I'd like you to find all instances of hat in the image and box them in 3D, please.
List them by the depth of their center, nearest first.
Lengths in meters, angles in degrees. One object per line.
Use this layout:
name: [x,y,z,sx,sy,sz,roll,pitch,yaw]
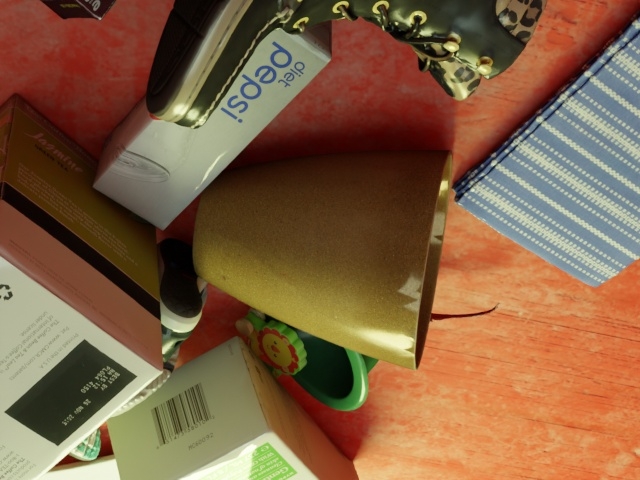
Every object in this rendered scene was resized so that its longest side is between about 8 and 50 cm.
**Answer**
hat: [0.060,0.094,1.543,0.208,0.183,0.173,46,147,16]

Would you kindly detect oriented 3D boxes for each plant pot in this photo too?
plant pot: [0.000,0.000,1.364,0.254,0.237,0.237,10,129,9]

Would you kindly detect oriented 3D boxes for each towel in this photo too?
towel: [0.338,-0.100,1.389,0.243,0.040,0.336,30,125,-24]

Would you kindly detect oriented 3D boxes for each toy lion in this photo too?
toy lion: [-0.059,0.133,1.534,0.096,0.034,0.100,32,140,21]

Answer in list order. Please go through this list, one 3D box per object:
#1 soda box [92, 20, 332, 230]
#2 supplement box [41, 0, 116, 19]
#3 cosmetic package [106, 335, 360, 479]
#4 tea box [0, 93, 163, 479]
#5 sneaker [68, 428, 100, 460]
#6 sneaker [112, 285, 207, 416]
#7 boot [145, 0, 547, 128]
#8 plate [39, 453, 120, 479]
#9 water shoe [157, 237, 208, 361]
soda box: [-0.115,-0.143,1.312,0.098,0.091,0.286,34,121,-24]
supplement box: [-0.290,-0.303,1.153,0.239,0.130,0.073,40,81,-27]
cosmetic package: [-0.085,0.298,1.561,0.197,0.155,0.365,-30,137,7]
tea box: [-0.354,0.083,1.317,0.329,0.323,0.220,-41,118,14]
sneaker: [-0.361,0.236,1.646,0.076,0.065,0.166,-27,122,40]
sneaker: [-0.230,0.139,1.463,0.094,0.235,0.153,34,134,-11]
boot: [0.039,-0.217,1.164,0.284,0.138,0.377,32,88,-28]
plate: [-0.264,0.384,1.765,0.277,0.045,0.278,-14,127,10]
water shoe: [-0.171,0.062,1.405,0.073,0.203,0.080,29,108,-9]
